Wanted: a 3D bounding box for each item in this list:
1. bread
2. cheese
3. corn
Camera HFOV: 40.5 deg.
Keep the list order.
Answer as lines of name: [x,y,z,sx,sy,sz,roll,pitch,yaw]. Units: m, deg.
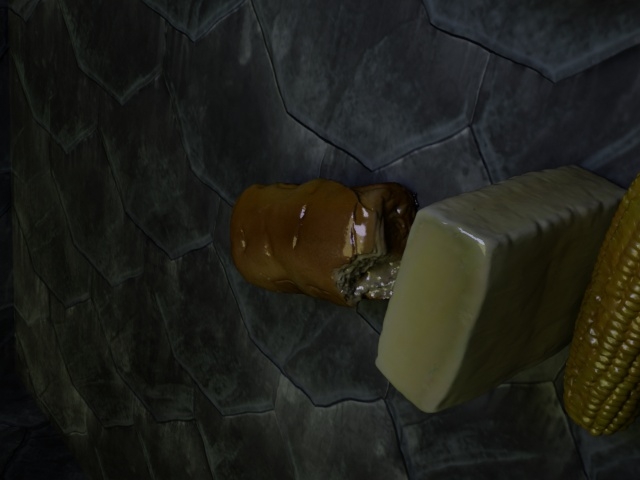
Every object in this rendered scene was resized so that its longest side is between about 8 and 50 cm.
bread: [-0.005,-0.002,1.347,0.344,0.149,0.195,3,107,51]
cheese: [0.212,0.051,0.999,0.124,0.265,0.242,37,131,38]
corn: [0.350,0.067,0.953,0.120,0.120,0.363,37,131,38]
